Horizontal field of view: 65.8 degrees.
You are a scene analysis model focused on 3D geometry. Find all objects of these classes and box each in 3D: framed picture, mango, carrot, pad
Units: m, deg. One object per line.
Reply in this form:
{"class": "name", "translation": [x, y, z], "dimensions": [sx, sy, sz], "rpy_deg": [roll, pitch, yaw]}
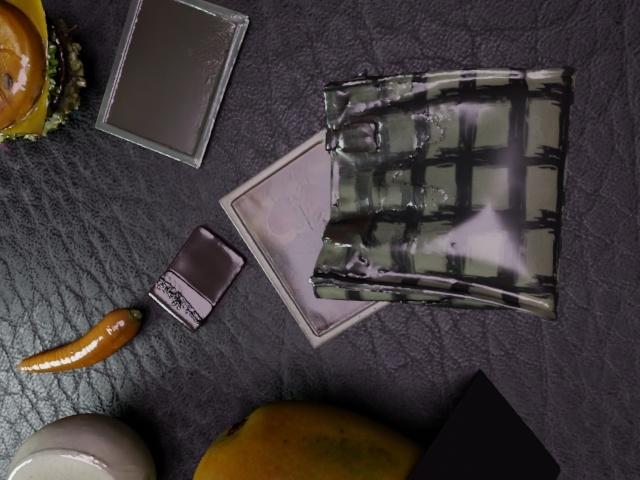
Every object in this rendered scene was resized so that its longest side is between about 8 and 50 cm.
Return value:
{"class": "framed picture", "translation": [0.000, 0.000, 0.788], "dimensions": [0.211, 0.020, 0.289], "rpy_deg": [-32, 91, 11]}
{"class": "mango", "translation": [0.032, 0.404, 0.721], "dimensions": [0.446, 0.232, 0.299], "rpy_deg": [24, 96, -1]}
{"class": "carrot", "translation": [-0.414, 0.189, 0.854], "dimensions": [0.271, 0.062, 0.066], "rpy_deg": [-30, 123, 14]}
{"class": "framed picture", "translation": [-0.242, -0.269, 0.801], "dimensions": [0.197, 0.014, 0.252], "rpy_deg": [22, 98, 6]}
{"class": "pad", "translation": [0.220, 0.348, 0.681], "dimensions": [0.202, 0.300, 0.005], "rpy_deg": [51, 141, 1]}

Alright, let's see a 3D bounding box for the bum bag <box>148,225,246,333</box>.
{"class": "bum bag", "translation": [-0.206, 0.064, 0.823], "dimensions": [0.109, 0.026, 0.159], "rpy_deg": [37, 100, 5]}

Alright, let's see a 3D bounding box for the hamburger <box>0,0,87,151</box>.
{"class": "hamburger", "translation": [-0.496, -0.263, 0.778], "dimensions": [0.262, 0.139, 0.243], "rpy_deg": [8, 95, 8]}

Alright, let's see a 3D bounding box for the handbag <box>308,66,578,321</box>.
{"class": "handbag", "translation": [0.161, -0.069, 0.681], "dimensions": [0.327, 0.162, 0.325], "rpy_deg": [4, 89, 12]}

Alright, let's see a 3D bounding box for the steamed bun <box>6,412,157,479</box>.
{"class": "steamed bun", "translation": [-0.382, 0.387, 0.822], "dimensions": [0.232, 0.145, 0.231], "rpy_deg": [0, 107, 1]}
